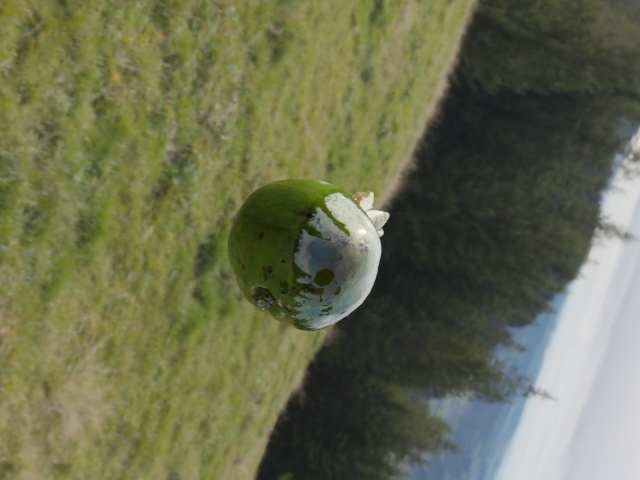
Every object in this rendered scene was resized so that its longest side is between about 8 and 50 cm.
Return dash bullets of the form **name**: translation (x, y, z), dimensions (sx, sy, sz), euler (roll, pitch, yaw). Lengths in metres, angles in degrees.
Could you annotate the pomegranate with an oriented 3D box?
- **pomegranate**: translation (0.000, 0.000, 1.449), dimensions (0.302, 0.236, 0.236), euler (-37, 148, -42)
